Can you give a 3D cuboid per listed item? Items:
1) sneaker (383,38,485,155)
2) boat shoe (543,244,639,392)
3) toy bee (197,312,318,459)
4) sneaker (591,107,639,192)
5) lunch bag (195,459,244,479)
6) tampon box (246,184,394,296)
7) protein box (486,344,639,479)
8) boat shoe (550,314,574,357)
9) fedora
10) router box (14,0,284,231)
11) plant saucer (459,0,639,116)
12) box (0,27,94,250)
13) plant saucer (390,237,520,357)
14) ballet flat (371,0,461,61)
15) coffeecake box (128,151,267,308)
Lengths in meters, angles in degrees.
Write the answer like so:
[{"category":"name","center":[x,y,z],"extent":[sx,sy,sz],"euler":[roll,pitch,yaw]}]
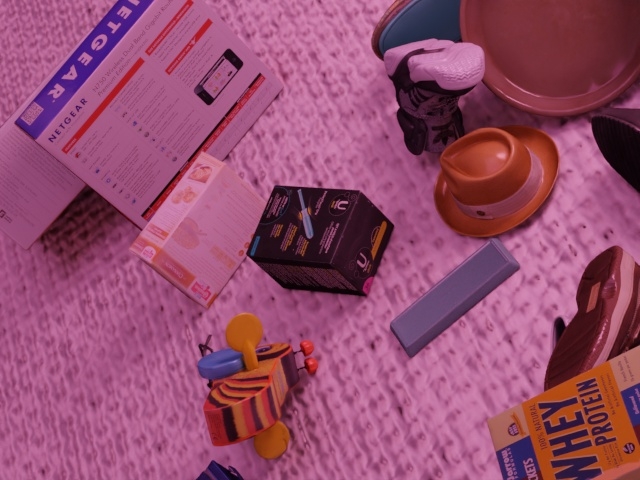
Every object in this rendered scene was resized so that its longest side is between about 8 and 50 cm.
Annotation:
[{"category":"sneaker","center":[0.170,-0.193,2.000],"extent":[0.101,0.153,0.268],"euler":[-16,16,-11]},{"category":"boat shoe","center":[0.339,0.118,1.667],"extent":[0.095,0.095,0.257],"euler":[-35,19,48]},{"category":"toy bee","center":[-0.084,0.176,1.944],"extent":[0.162,0.195,0.298],"euler":[-15,35,-2]},{"category":"sneaker","center":[0.486,-0.115,1.762],"extent":[0.146,0.122,0.330],"euler":[-41,39,-21]},{"category":"lunch bag","center":[-0.126,0.339,1.920],"extent":[0.065,0.067,0.098],"euler":[-48,42,-2]},{"category":"tampon box","center":[0.000,0.000,2.047],"extent":[0.161,0.101,0.120],"euler":[5,64,39]},{"category":"protein box","center":[0.323,0.244,1.543],"extent":[0.201,0.200,0.136],"euler":[-29,45,18]},{"category":"boat shoe","center":[0.296,0.169,1.704],"extent":[0.066,0.063,0.184],"euler":[-37,35,53]},{"category":"fedora","center":[0.226,-0.098,1.960],"extent":[0.194,0.079,0.194],"euler":[-21,48,26]},{"category":"router box","center":[-0.261,-0.216,2.266],"extent":[0.335,0.301,0.082],"euler":[-50,44,-5]},{"category":"plant saucer","center":[0.328,-0.307,1.967],"extent":[0.278,0.041,0.278],"euler":[2,95,21]},{"category":"box","center":[-0.434,-0.173,2.409],"extent":[0.345,0.168,0.215],"euler":[-48,11,-1]},{"category":"plant saucer","center":[0.175,0.073,1.919],"extent":[0.192,0.018,0.067],"euler":[-40,44,6]},{"category":"ballet flat","center":[0.220,-0.389,2.162],"extent":[0.348,0.123,0.123],"euler":[-35,44,7]},{"category":"coffeecake box","center":[-0.175,-0.014,2.164],"extent":[0.068,0.142,0.185],"euler":[28,78,47]}]
